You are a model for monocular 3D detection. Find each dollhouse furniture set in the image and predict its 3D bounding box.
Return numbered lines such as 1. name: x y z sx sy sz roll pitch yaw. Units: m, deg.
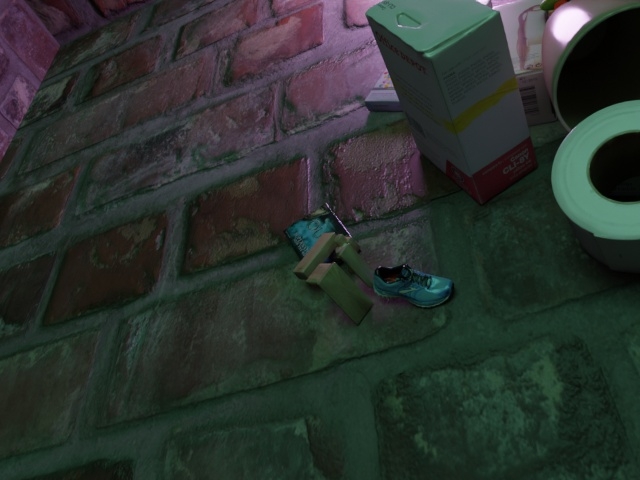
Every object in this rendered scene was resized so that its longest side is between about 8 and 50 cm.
1. dollhouse furniture set: 0.040 0.075 1.347 0.144 0.123 0.151 -51 21 -21

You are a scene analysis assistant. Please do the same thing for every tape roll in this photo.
1. tape roll: 0.526 -0.086 1.070 0.246 0.169 0.246 -14 62 27

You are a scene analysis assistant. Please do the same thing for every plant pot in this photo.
1. plant pot: 0.529 -0.355 1.226 0.256 0.257 0.274 -21 33 13

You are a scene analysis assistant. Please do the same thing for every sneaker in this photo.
1. sneaker: 0.174 0.082 1.242 0.162 0.073 0.063 3 52 21
2. sneaker: 0.678 -0.245 1.253 0.295 0.109 0.124 27 85 46

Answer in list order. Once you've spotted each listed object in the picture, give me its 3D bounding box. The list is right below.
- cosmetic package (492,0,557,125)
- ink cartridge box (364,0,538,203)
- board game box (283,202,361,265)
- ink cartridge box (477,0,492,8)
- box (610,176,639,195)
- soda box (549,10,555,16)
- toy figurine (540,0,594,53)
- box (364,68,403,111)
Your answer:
1. cosmetic package: 0.470 -0.414 1.494 0.129 0.153 0.296 -7 48 24
2. ink cartridge box: 0.273 -0.310 1.332 0.160 0.385 0.279 -33 41 -1
3. board game box: 0.000 0.000 1.473 0.126 0.026 0.186 -34 41 -1
4. ink cartridge box: 0.349 -0.586 1.811 0.189 0.066 0.232 17 56 41
5. box: 0.631 -0.123 1.174 0.323 0.063 0.067 4 53 34
6. soda box: 0.586 -0.569 1.640 0.181 0.061 0.058 -11 44 22
7. toy figurine: 0.583 -0.467 1.396 0.173 0.159 0.130 -17 -2 32
8. box: 0.223 -0.422 1.740 0.145 0.038 0.186 11 55 38
